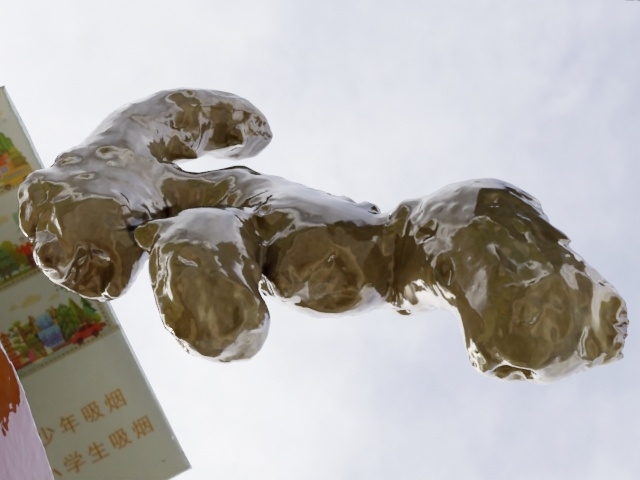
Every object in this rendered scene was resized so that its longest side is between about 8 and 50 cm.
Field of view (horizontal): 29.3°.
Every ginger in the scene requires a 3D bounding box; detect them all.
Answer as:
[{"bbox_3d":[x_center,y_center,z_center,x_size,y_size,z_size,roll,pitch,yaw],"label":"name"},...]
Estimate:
[{"bbox_3d":[-0.013,0.005,0.465,0.258,0.149,0.065,29,-47,41],"label":"ginger"}]

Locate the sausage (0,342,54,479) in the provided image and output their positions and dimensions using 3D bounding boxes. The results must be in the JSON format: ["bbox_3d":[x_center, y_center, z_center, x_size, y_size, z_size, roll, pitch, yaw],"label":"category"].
[{"bbox_3d":[-0.122,0.057,0.334,0.089,0.089,0.179,-18,-71,14],"label":"sausage"}]

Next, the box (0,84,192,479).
[{"bbox_3d":[-0.167,0.046,0.621,0.122,0.032,0.220,-26,-87,-14],"label":"box"}]
